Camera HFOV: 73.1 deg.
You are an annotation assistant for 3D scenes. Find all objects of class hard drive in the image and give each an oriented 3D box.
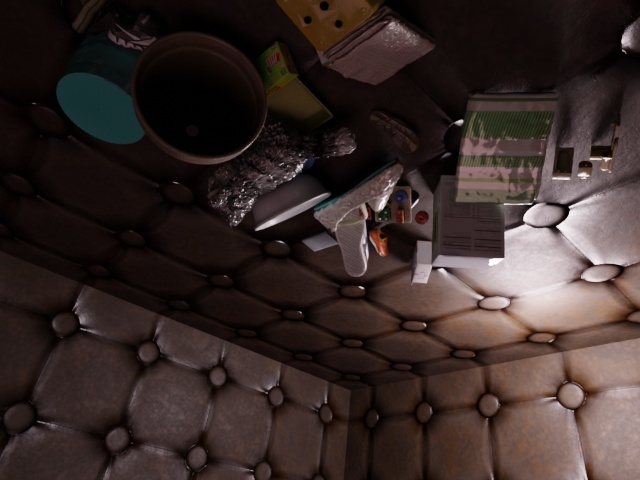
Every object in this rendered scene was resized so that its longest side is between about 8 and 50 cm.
[{"bbox_3d":[0.000,0.000,1.864,0.135,0.022,0.094,-19,137,34],"label":"hard drive"}]

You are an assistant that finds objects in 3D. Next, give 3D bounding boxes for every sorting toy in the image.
[{"bbox_3d":[0.243,-0.125,1.535,0.274,0.046,0.133,4,110,25],"label":"sorting toy"}]

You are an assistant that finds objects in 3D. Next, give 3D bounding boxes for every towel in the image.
[{"bbox_3d":[0.525,-0.259,1.247,0.247,0.038,0.325,2,118,8],"label":"towel"},{"bbox_3d":[0.147,-0.448,1.025,0.187,0.049,0.282,-22,176,36],"label":"towel"}]

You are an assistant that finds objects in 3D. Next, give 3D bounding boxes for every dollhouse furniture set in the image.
[{"bbox_3d":[0.757,-0.267,1.235,0.151,0.144,0.123,7,144,28],"label":"dollhouse furniture set"}]

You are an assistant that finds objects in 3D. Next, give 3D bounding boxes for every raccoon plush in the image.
[{"bbox_3d":[-0.145,-0.204,1.267,0.446,0.299,0.216,-4,147,38],"label":"raccoon plush"}]

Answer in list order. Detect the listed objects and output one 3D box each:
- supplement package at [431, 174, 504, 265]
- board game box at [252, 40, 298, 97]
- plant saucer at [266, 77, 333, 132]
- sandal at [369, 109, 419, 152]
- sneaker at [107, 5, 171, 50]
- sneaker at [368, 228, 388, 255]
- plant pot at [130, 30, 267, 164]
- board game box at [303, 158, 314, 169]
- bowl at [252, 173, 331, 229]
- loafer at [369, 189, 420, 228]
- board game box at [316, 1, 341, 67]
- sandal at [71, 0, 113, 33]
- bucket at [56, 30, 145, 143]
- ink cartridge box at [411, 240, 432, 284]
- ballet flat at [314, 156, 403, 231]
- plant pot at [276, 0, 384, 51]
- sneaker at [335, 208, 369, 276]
[{"bbox_3d":[0.479,-0.055,1.425,0.197,0.263,0.199,3,167,8],"label":"supplement package"},{"bbox_3d":[-0.152,-0.449,1.183,0.181,0.092,0.043,-22,180,37],"label":"board game box"},{"bbox_3d":[-0.087,-0.400,1.283,0.188,0.045,0.188,-22,136,36],"label":"plant saucer"},{"bbox_3d":[0.229,-0.339,1.309,0.180,0.049,0.072,35,134,-11],"label":"sandal"},{"bbox_3d":[-0.439,-0.538,1.129,0.234,0.078,0.106,17,147,-10],"label":"sneaker"},{"bbox_3d":[0.255,0.010,1.792,0.067,0.064,0.175,-18,141,18],"label":"sneaker"},{"bbox_3d":[-0.333,-0.340,1.170,0.323,0.323,0.280,21,167,-18],"label":"plant pot"},{"bbox_3d":[-0.098,-0.299,1.446,0.168,0.033,0.133,8,148,12],"label":"board game box"},{"bbox_3d":[-0.122,-0.156,1.510,0.297,0.297,0.134,-25,91,39],"label":"bowl"},{"bbox_3d":[0.278,-0.118,1.603,0.223,0.076,0.078,-36,165,35],"label":"loafer"},{"bbox_3d":[0.027,-0.544,1.063,0.124,0.039,0.259,-7,145,20],"label":"board game box"},{"bbox_3d":[-0.528,-0.604,1.027,0.302,0.120,0.086,-19,124,34],"label":"sandal"},{"bbox_3d":[-0.586,-0.423,1.232,0.280,0.183,0.281,7,145,5],"label":"bucket"},{"bbox_3d":[0.429,0.103,1.840,0.067,0.115,0.198,5,147,5],"label":"ink cartridge box"},{"bbox_3d":[0.148,-0.144,1.502,0.147,0.147,0.408,31,141,-30],"label":"ballet flat"},{"bbox_3d":[0.017,-0.529,0.895,0.212,0.187,0.212,-23,133,36],"label":"plant pot"},{"bbox_3d":[0.128,-0.021,1.735,0.126,0.127,0.321,0,120,12],"label":"sneaker"}]
